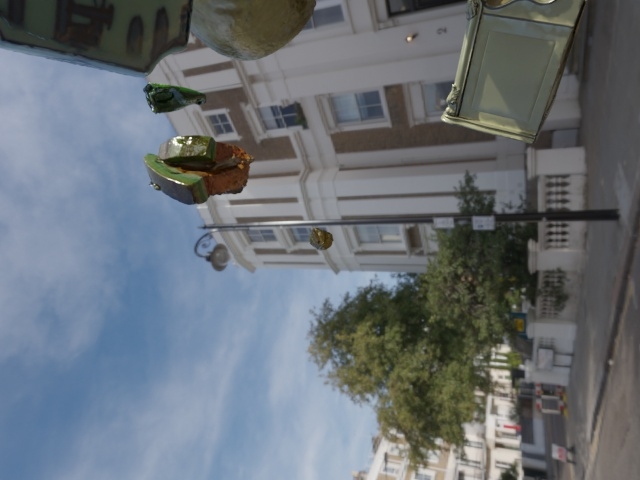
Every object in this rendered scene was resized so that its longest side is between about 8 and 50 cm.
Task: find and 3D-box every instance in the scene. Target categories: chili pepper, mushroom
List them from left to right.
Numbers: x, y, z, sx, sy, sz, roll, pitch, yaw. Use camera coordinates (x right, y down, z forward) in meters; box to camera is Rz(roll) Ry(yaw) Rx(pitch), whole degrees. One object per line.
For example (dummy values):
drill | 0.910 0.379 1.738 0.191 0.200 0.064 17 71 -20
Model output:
chili pepper | -0.515 -0.504 1.607 0.062 0.216 0.108 -105 20 -47
mushroom | -0.115 -0.497 0.926 0.292 0.212 0.217 -47 -60 -8

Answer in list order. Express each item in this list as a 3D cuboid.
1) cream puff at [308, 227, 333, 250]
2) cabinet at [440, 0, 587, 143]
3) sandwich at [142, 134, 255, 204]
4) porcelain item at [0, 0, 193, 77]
cream puff | 0.000 0.000 1.290 0.083 0.083 0.058 22 -102 -38
cabinet | 0.457 -0.448 1.059 0.290 0.227 0.318 -47 -32 -41
sandwich | -0.322 -0.220 1.292 0.301 0.250 0.162 -16 -52 -38
porcelain item | -0.306 -0.370 0.576 0.285 0.157 0.282 2 -70 -37
